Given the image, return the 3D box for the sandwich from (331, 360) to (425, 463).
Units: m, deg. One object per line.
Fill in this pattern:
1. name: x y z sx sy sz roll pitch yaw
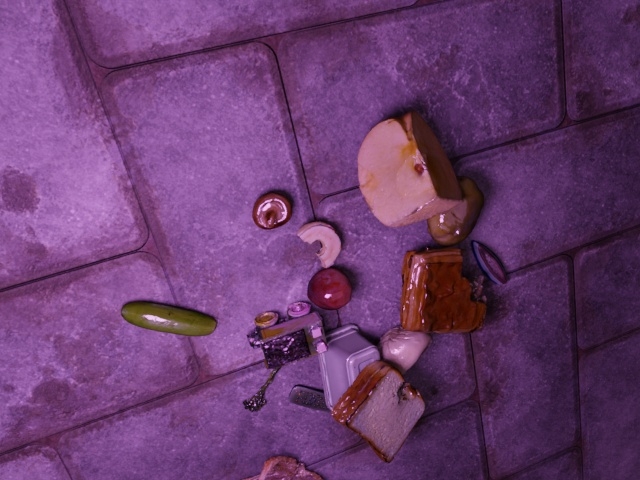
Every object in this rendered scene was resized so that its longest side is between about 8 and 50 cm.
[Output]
1. sandwich: 0.198 0.536 1.461 0.249 0.095 0.273 -48 118 -13

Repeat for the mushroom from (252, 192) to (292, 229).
1. mushroom: -0.149 -0.088 1.407 0.126 0.085 0.109 -11 79 1

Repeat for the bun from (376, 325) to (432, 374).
1. bun: 0.280 0.379 1.611 0.145 0.229 0.229 43 90 18

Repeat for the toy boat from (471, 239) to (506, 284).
1. toy boat: 0.635 0.083 1.713 0.080 0.046 0.229 -40 114 2

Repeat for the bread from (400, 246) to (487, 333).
1. bread: 0.420 0.166 1.596 0.371 0.192 0.313 0 100 -29

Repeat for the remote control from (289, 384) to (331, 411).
1. remote control: -0.008 0.577 1.656 0.222 0.042 0.072 21 96 -20

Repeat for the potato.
1. potato: 0.460 -0.095 1.553 0.228 0.149 0.197 -47 141 -6

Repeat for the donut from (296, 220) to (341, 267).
1. donut: 0.005 -0.001 1.486 0.108 0.065 0.166 -40 111 -3

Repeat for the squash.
1. squash: -0.461 0.245 1.406 0.293 0.082 0.082 16 100 -20

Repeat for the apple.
1. apple: 0.276 -0.222 1.414 0.315 0.252 0.308 -18 74 -8

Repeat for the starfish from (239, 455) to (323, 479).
1. starfish: -0.133 0.910 1.669 0.384 0.132 0.398 -37 125 3

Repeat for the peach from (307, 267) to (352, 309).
1. peach: 0.026 0.171 1.505 0.152 0.152 0.151 -4 106 -16

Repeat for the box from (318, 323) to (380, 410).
1. box: 0.119 0.471 1.566 0.176 0.183 0.311 -16 106 -25

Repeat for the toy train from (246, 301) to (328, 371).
1. toy train: -0.104 0.302 1.478 0.261 0.177 0.133 -16 109 -11

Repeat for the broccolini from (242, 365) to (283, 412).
1. broccolini: -0.174 0.495 1.579 0.254 0.058 0.071 -52 155 5
